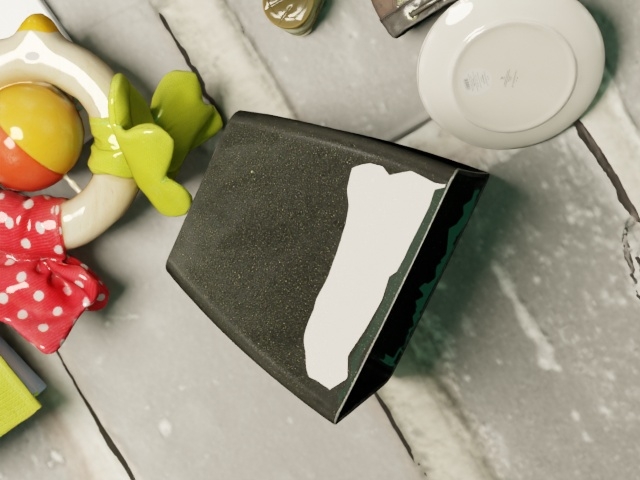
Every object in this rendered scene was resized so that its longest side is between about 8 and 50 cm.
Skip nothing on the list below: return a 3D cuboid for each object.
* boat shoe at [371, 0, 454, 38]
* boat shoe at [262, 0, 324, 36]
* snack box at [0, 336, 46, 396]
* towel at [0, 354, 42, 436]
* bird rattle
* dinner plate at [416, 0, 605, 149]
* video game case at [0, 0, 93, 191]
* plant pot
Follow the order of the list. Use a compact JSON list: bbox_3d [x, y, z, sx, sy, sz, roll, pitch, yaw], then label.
[{"bbox_3d":[0.141,-0.215,0.826,0.224,0.080,0.073,-19,102,11],"label":"boat shoe"},{"bbox_3d":[-0.004,-0.233,0.851,0.056,0.048,0.152,13,92,14],"label":"boat shoe"},{"bbox_3d":[-0.362,0.130,0.908,0.207,0.070,0.174,-43,93,6],"label":"snack box"},{"bbox_3d":[-0.321,0.061,0.840,0.102,0.021,0.237,-34,98,16],"label":"towel"},{"bbox_3d":[-0.203,-0.052,0.853,0.253,0.143,0.207,-41,93,22],"label":"bird rattle"},{"bbox_3d":[0.143,-0.125,0.833,0.141,0.017,0.141,1,126,1],"label":"dinner plate"},{"bbox_3d":[-0.261,-0.124,0.890,0.143,0.019,0.157,-34,94,7],"label":"video game case"},{"bbox_3d":[0.000,0.000,0.818,0.167,0.187,0.188,26,99,13],"label":"plant pot"}]
